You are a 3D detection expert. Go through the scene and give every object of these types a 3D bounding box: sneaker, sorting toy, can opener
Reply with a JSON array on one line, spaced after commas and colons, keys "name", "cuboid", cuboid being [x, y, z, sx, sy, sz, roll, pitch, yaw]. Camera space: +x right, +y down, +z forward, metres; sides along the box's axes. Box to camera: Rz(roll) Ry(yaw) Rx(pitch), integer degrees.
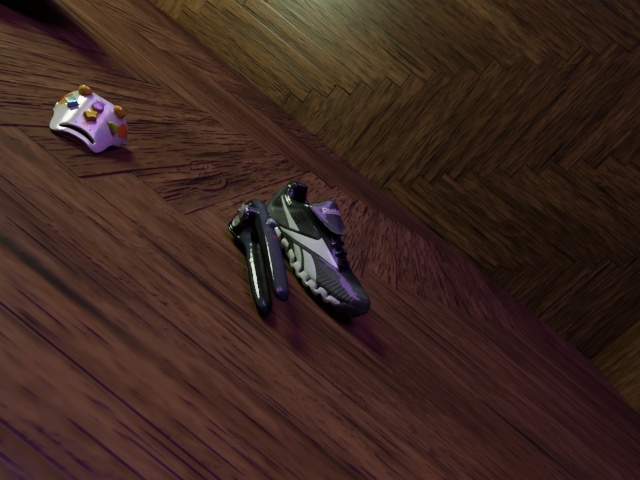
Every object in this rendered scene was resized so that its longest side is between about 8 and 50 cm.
[{"name": "sneaker", "cuboid": [0.000, 0.000, 0.568, 0.234, 0.106, 0.078, 48, 20, 26]}, {"name": "sorting toy", "cuboid": [-0.277, -0.138, 0.477, 0.083, 0.045, 0.075, 30, 38, -26]}, {"name": "can opener", "cuboid": [-0.068, 0.010, 0.483, 0.073, 0.059, 0.186, 29, 20, -32]}]
